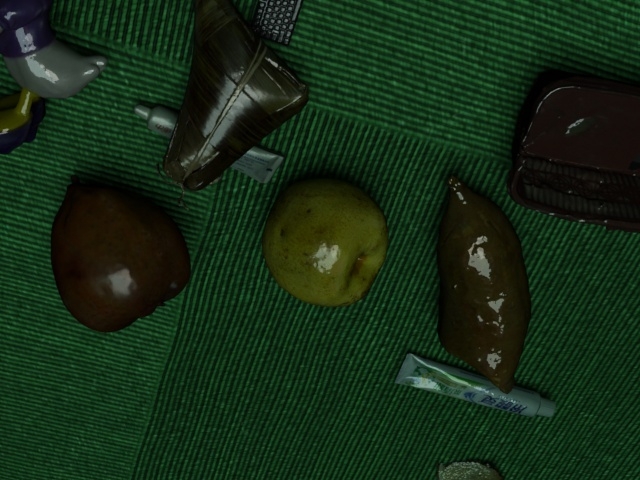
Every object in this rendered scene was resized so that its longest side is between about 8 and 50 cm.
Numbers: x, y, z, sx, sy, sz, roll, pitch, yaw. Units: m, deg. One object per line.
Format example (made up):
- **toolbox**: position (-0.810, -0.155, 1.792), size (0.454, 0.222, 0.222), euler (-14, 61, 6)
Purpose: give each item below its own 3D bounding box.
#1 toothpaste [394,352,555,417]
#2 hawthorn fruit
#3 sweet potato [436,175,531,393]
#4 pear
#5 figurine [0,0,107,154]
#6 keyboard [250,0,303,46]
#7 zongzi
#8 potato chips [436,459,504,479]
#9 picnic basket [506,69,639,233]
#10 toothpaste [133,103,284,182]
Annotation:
- **toothpaste**: position (0.285, 0.270, 1.435), size (0.296, 0.048, 0.075), euler (16, 122, -6)
- **hawthorn fruit**: position (-0.321, 0.008, 1.196), size (0.208, 0.208, 0.248), euler (-34, 91, 18)
- **sweet potato**: position (0.258, 0.068, 1.253), size (0.157, 0.158, 0.370), euler (-4, 116, 2)
- **pear**: position (0.000, 0.000, 1.193), size (0.197, 0.197, 0.197), euler (0, 121, 0)
- **figurine**: position (-0.372, -0.296, 1.027), size (0.193, 0.154, 0.421), euler (10, 122, -12)
- **keyboard**: position (-0.041, -0.368, 1.066), size (0.061, 0.013, 0.204), euler (16, 119, -11)
- **zongzi**: position (-0.177, -0.212, 1.093), size (0.247, 0.111, 0.241), euler (-40, 104, 6)
- **potato chips**: position (0.322, 0.497, 1.581), size (0.209, 0.026, 0.142), euler (18, 122, -9)
- **picnic basket**: position (0.418, -0.139, 1.142), size (0.296, 0.129, 0.223), euler (10, 122, -5)
- **toothpaste**: position (-0.170, -0.150, 1.184), size (0.233, 0.038, 0.060), euler (23, 121, -17)
